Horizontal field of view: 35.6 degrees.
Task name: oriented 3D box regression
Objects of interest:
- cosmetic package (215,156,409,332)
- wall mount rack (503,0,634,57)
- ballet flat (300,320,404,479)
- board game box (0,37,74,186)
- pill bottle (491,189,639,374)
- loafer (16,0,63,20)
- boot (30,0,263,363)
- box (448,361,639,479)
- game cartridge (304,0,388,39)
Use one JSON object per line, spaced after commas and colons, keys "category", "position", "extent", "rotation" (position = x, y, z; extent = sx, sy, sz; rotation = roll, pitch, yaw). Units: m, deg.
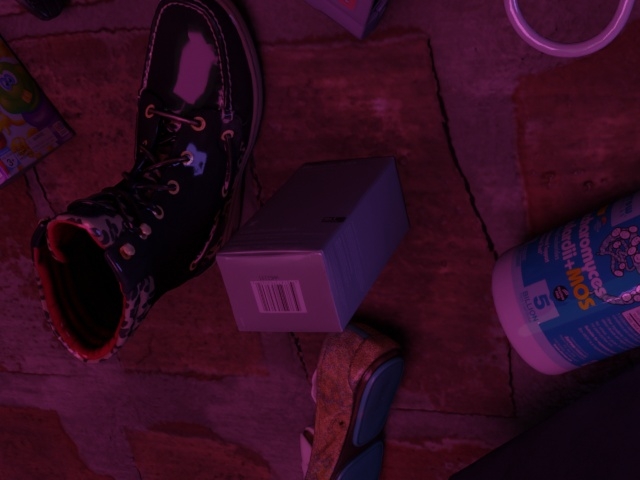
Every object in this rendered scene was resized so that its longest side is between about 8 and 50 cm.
{"category": "cosmetic package", "position": [0.000, 0.000, 1.087], "extent": [0.127, 0.238, 0.107], "rotation": [-3, 118, 24]}
{"category": "wall mount rack", "position": [0.288, -0.312, 0.794], "extent": [0.304, 0.130, 0.350], "rotation": [21, 124, 18]}
{"category": "ballet flat", "position": [0.026, 0.248, 1.302], "extent": [0.123, 0.123, 0.349], "rotation": [20, 125, 14]}
{"category": "board game box", "position": [-0.474, -0.189, 1.260], "extent": [0.144, 0.142, 0.275], "rotation": [-28, 103, 34]}
{"category": "pill bottle", "position": [0.317, 0.031, 1.009], "extent": [0.264, 0.146, 0.146], "rotation": [-28, 103, 34]}
{"category": "loafer", "position": [-0.371, -0.331, 1.191], "extent": [0.170, 0.062, 0.061], "rotation": [55, 147, -7]}
{"category": "boot", "position": [-0.189, -0.071, 1.103], "extent": [0.138, 0.284, 0.378], "rotation": [20, 125, 14]}
{"category": "box", "position": [0.441, 0.364, 0.984], "extent": [0.471, 0.297, 0.480], "rotation": [34, 128, -18]}
{"category": "game cartridge", "position": [-0.012, -0.302, 0.921], "extent": [0.196, 0.060, 0.294], "rotation": [41, 170, 3]}
